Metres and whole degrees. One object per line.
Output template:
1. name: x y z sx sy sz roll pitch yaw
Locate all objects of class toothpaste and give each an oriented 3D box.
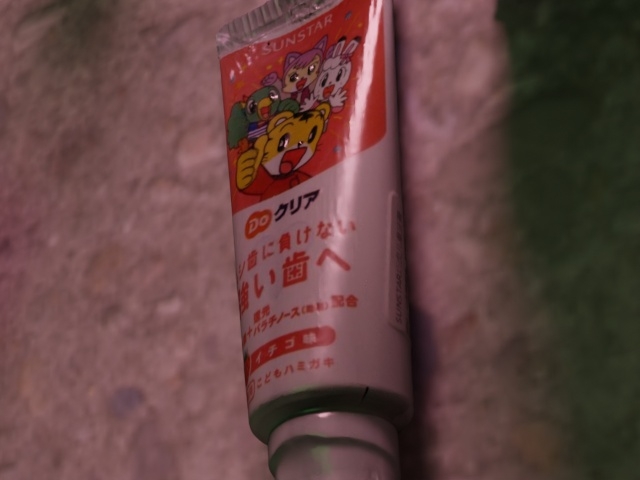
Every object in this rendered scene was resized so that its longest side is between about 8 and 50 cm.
1. toothpaste: 0.000 0.000 0.608 0.089 0.057 0.234 -23 54 30
